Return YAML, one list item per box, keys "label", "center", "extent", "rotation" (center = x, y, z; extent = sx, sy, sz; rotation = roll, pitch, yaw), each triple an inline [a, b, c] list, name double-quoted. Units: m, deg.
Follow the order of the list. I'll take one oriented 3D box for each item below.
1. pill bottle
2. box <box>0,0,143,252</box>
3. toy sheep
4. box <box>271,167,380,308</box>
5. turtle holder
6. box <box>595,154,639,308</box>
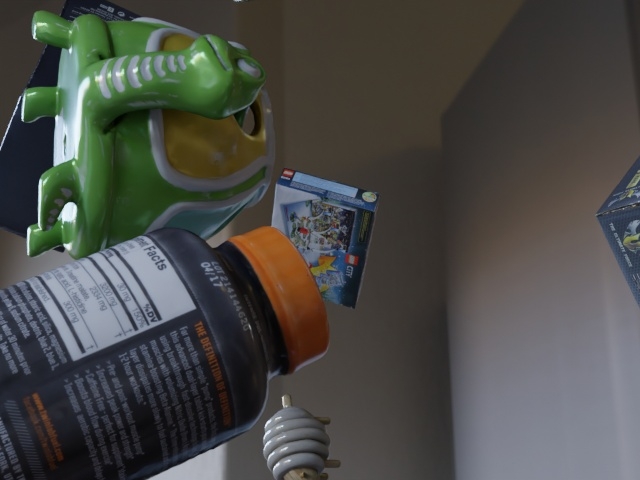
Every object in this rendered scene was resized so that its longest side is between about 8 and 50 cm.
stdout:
- label: "pill bottle"
  center: [-0.118, 0.073, 0.649]
  extent: [0.245, 0.130, 0.130]
  rotation: [-22, -17, -22]
- label: "box"
  center: [-0.454, -0.213, 2.087]
  extent: [0.178, 0.313, 0.343]
  rotation: [24, -44, -13]
- label: "toy sheep"
  center: [-0.028, 0.248, 1.410]
  extent: [0.091, 0.132, 0.091]
  rotation: [-11, -38, -8]
- label: "box"
  center: [0.000, 0.000, 1.869]
  extent: [0.159, 0.044, 0.233]
  rotation: [15, -44, 6]
- label: "turtle holder"
  center: [-0.162, -0.117, 1.121]
  extent: [0.227, 0.243, 0.320]
  rotation: [1, -43, -19]
- label: "box"
  center: [0.350, 0.028, 1.062]
  extent: [0.059, 0.183, 0.233]
  rotation: [-17, -74, 42]
